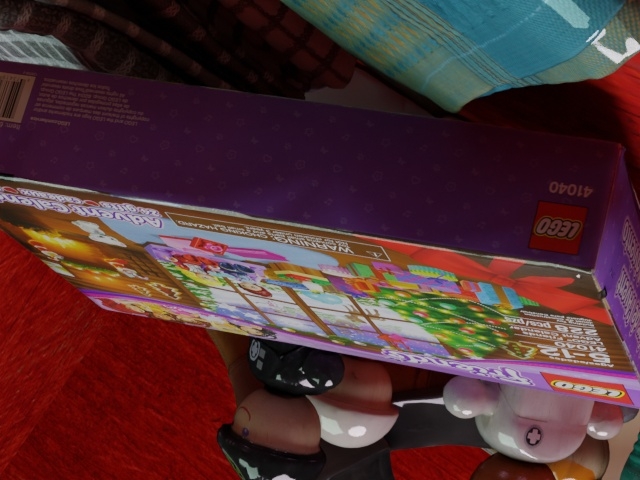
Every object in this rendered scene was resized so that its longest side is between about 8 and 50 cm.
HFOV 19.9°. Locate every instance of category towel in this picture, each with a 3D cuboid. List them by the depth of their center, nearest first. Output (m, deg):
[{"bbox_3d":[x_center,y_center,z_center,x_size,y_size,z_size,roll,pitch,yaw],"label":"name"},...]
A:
[{"bbox_3d":[-0.071,-0.168,0.587,0.370,0.040,0.271,36,176,-8],"label":"towel"},{"bbox_3d":[-0.134,-0.132,0.910,0.235,0.121,0.284,36,176,-31],"label":"towel"}]

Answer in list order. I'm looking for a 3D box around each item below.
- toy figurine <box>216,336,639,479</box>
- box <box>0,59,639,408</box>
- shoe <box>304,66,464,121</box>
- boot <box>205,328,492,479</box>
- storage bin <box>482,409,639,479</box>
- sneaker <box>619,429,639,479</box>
[{"bbox_3d":[0.067,0.076,1.000,0.209,0.148,0.213,16,-173,15],"label":"toy figurine"},{"bbox_3d":[0.000,0.000,0.809,0.293,0.057,0.201,9,163,21],"label":"box"},{"bbox_3d":[0.063,-0.030,0.958,0.178,0.063,0.081,37,-179,37],"label":"shoe"},{"bbox_3d":[0.038,0.028,1.226,0.280,0.264,0.096,59,172,34],"label":"boot"},{"bbox_3d":[0.157,0.107,1.350,0.262,0.123,0.260,33,176,19],"label":"storage bin"},{"bbox_3d":[0.281,0.201,1.036,0.295,0.178,0.124,35,176,-9],"label":"sneaker"}]
